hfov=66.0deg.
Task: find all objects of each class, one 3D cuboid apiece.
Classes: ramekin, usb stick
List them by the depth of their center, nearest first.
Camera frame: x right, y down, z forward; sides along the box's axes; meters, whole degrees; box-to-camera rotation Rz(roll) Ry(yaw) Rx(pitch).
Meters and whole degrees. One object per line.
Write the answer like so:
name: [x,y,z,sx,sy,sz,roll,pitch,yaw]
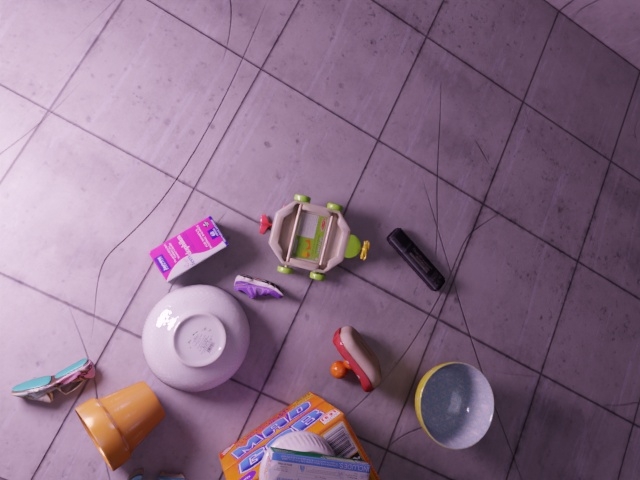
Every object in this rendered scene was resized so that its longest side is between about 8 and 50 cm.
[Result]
ramekin: [-0.043,0.593,1.227,0.206,0.109,0.208,2,83,-17]
usb stick: [0.354,0.070,1.823,0.278,0.045,0.077,47,66,-6]

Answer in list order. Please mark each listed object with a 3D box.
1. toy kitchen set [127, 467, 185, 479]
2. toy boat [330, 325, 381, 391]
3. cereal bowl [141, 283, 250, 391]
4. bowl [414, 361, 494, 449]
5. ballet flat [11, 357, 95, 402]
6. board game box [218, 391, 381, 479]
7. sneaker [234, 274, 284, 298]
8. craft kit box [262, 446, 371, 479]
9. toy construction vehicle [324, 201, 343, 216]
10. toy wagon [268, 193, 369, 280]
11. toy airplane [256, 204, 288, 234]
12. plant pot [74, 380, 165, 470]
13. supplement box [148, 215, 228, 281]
toy kitchen set: [-0.496,0.792,1.430,0.165,0.122,0.207,13,80,-15]
toy boat: [0.101,0.416,1.669,0.151,0.151,0.231,-36,94,13]
cereal bowl: [-0.377,0.299,1.521,0.338,0.141,0.340,2,81,-17]
bowl: [0.441,0.562,1.728,0.289,0.156,0.290,2,83,-17]
ballet flat: [-0.765,0.418,1.428,0.221,0.077,0.079,-21,109,-19]
board game box: [-0.046,0.724,1.453,0.356,0.356,0.357,-30,92,-18]
sneaker: [-0.204,0.165,1.640,0.169,0.068,0.071,16,94,-6]
craft kit box: [-0.023,0.627,1.144,0.249,0.061,0.247,15,77,-14]
toy construction vehicle: [0.022,-0.083,1.748,0.098,0.035,0.086,-45,96,-9]
toy wagon: [0.000,0.000,1.690,0.343,0.068,0.268,13,93,-18]
toy airplane: [-0.147,-0.048,1.692,0.151,0.028,0.152,-1,95,-17]
plant pot: [-0.563,0.513,1.418,0.187,0.205,0.205,-31,93,-33]
supplement box: [-0.415,0.029,1.558,0.220,0.114,0.111,-33,94,-16]
